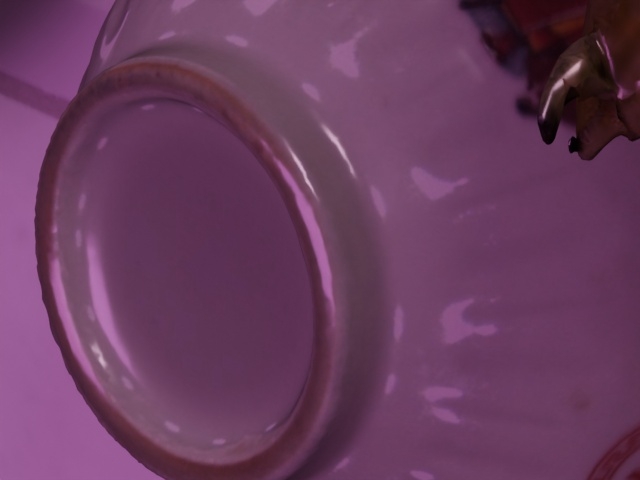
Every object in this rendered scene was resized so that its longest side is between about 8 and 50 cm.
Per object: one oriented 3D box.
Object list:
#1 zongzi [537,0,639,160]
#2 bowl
[{"bbox_3d":[0.095,-0.300,0.305,0.418,0.181,0.447,-41,72,26],"label":"zongzi"},{"bbox_3d":[0.000,0.000,0.535,0.337,0.157,0.337,13,110,40],"label":"bowl"}]
